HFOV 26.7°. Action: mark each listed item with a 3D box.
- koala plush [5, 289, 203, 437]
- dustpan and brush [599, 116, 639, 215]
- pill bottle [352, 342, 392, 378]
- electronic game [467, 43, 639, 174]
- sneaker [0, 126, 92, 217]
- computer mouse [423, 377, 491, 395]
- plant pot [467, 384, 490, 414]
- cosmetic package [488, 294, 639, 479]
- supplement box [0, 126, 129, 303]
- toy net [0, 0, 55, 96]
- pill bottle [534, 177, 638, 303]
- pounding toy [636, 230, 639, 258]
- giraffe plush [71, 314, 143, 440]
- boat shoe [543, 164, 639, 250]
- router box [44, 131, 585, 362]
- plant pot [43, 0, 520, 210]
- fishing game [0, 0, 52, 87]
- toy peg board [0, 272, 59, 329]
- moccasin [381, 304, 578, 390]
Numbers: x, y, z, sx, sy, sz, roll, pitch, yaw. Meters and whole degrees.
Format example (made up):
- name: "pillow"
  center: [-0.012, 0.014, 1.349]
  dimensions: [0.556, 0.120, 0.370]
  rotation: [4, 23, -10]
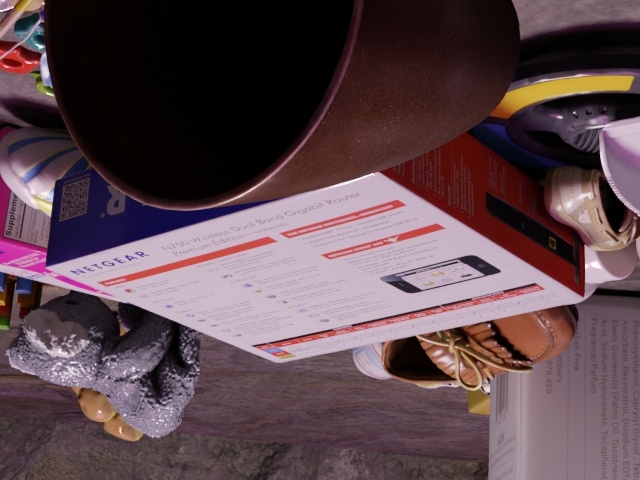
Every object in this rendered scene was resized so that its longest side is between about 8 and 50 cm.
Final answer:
- name: "koala plush"
  center: [-0.272, 0.134, 1.672]
  dimensions: [0.221, 0.203, 0.196]
  rotation: [10, 163, -21]
- name: "dustpan and brush"
  center: [0.299, -0.031, 1.024]
  dimensions: [0.147, 0.060, 0.211]
  rotation: [-8, 158, 17]
- name: "pill bottle"
  center: [0.093, 0.138, 1.804]
  dimensions: [0.087, 0.087, 0.160]
  rotation: [8, 165, -10]
- name: "electronic game"
  center: [0.222, -0.090, 1.022]
  dimensions: [0.229, 0.048, 0.229]
  rotation: [4, 164, 1]
- name: "sneaker"
  center: [-0.159, -0.065, 1.200]
  dimensions: [0.240, 0.091, 0.126]
  rotation: [18, 141, -39]
- name: "computer mouse"
  center: [0.182, 0.178, 1.975]
  dimensions: [0.106, 0.042, 0.193]
  rotation: [52, 154, -17]
- name: "plant pot"
  center: [0.279, 0.217, 2.056]
  dimensions: [0.081, 0.081, 0.083]
  rotation: [11, 151, -23]
- name: "cosmetic package"
  center: [0.424, 0.263, 1.713]
  dimensions: [0.393, 0.327, 0.329]
  rotation: [3, 164, 2]
- name: "supplement box"
  center: [-0.236, -0.019, 1.293]
  dimensions: [0.220, 0.114, 0.111]
  rotation: [19, 160, -36]
- name: "toy net"
  center: [-0.192, -0.159, 0.912]
  dimensions: [0.122, 0.045, 0.232]
  rotation: [0, 162, 22]
- name: "pill bottle"
  center: [0.181, 0.006, 1.249]
  dimensions: [0.215, 0.117, 0.117]
  rotation: [-9, 159, 43]
- name: "pounding toy"
  center: [0.381, -0.027, 1.165]
  dimensions: [0.154, 0.155, 0.269]
  rotation: [34, 152, 1]
- name: "giraffe plush"
  center: [-0.311, 0.187, 2.028]
  dimensions: [0.170, 0.181, 0.210]
  rotation: [3, -157, 45]
- name: "boat shoe"
  center: [0.235, -0.027, 1.103]
  dimensions: [0.048, 0.056, 0.153]
  rotation: [-3, 161, 35]
- name: "router box"
  center: [0.000, 0.000, 1.111]
  dimensions: [0.335, 0.082, 0.301]
  rotation: [-14, 152, 35]
- name: "plant pot"
  center: [0.005, -0.120, 0.746]
  dimensions: [0.215, 0.215, 0.230]
  rotation: [-8, 174, 38]
- name: "fishing game"
  center: [-0.094, -0.122, 0.907]
  dimensions: [0.264, 0.041, 0.189]
  rotation: [6, 154, -44]
- name: "toy peg board"
  center: [-0.416, 0.060, 1.688]
  dimensions: [0.161, 0.079, 0.160]
  rotation: [6, 165, -6]
- name: "moccasin"
  center: [0.165, 0.101, 1.528]
  dimensions: [0.147, 0.139, 0.380]
  rotation: [-33, -174, -21]
